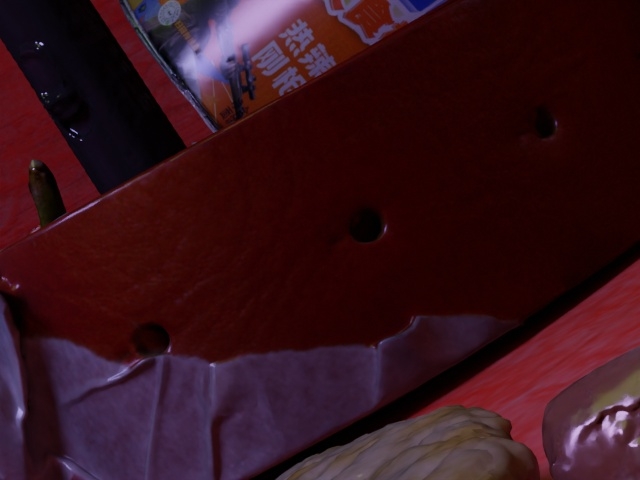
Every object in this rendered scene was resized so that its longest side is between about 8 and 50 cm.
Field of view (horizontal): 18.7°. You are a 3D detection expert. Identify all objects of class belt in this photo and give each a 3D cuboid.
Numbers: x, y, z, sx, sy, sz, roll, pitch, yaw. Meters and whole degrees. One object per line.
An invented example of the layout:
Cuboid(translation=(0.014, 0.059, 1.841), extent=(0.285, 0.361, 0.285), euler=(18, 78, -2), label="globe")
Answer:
Cuboid(translation=(0.000, 0.000, 0.733), extent=(0.324, 0.115, 0.227), euler=(-31, 2, -27), label="belt")

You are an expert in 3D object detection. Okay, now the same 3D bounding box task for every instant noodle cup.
Cuboid(translation=(0.013, -0.148, 1.345), extent=(0.214, 0.296, 0.296), euler=(-39, 4, 4), label="instant noodle cup")

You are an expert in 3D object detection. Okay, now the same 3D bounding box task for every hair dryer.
Cuboid(translation=(-0.097, -0.039, 0.894), extent=(0.089, 0.251, 0.197), euler=(-26, 8, 39), label="hair dryer")

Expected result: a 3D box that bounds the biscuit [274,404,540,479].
Cuboid(translation=(-0.046, 0.100, 0.423), extent=(0.220, 0.033, 0.220), euler=(-32, 4, 2), label="biscuit")

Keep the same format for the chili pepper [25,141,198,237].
Cuboid(translation=(-0.111, 0.017, 1.089), extent=(0.092, 0.137, 0.368), euler=(-5, 4, 7), label="chili pepper")

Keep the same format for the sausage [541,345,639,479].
Cuboid(translation=(0.122, 0.004, 0.324), extent=(0.186, 0.043, 0.043), euler=(-30, 5, 18), label="sausage")
